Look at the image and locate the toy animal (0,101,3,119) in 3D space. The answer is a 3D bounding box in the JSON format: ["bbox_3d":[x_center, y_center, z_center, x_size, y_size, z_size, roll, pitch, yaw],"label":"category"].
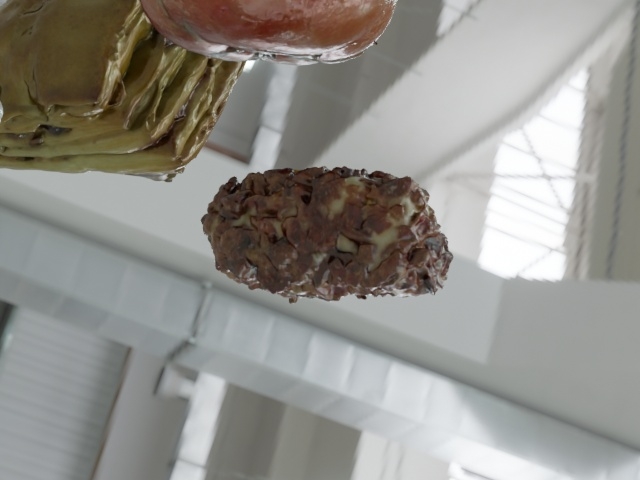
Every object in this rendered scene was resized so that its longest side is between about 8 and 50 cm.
[{"bbox_3d":[-0.246,-0.019,0.761,0.127,0.131,0.182,122,-32,-60],"label":"toy animal"}]

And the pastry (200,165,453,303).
[{"bbox_3d":[0.000,-0.002,1.078,0.097,0.208,0.115,-5,98,-65],"label":"pastry"}]

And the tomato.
[{"bbox_3d":[-0.052,-0.203,1.183,0.237,0.236,0.095,-167,-94,-73],"label":"tomato"}]

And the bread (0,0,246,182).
[{"bbox_3d":[-0.296,-0.237,1.708,0.191,0.370,0.314,68,37,-55],"label":"bread"}]
